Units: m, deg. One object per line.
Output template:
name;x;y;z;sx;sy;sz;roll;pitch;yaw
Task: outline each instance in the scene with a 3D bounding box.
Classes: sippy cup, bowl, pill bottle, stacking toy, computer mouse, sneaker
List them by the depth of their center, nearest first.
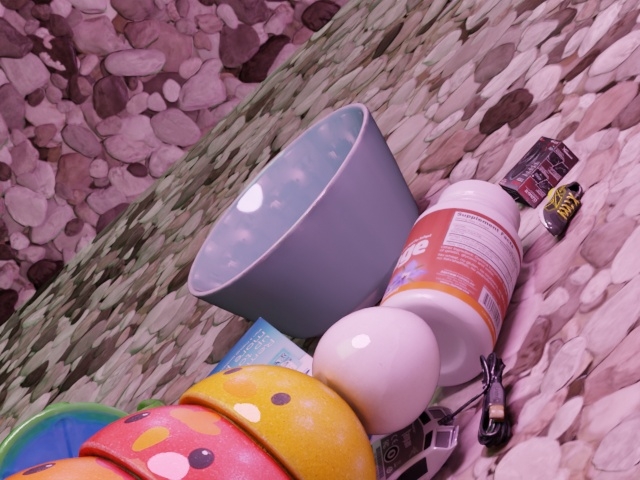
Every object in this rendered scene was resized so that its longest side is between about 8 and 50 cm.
stacking toy;-0.073;0.226;1.613;0.480;0.350;0.350;-44;14;-24
computer mouse;0.104;0.192;1.689;0.193;0.042;0.106;-37;31;22
pill bottle;0.137;0.037;1.833;0.121;0.121;0.216;-34;20;38
sneaker;0.252;-0.037;1.878;0.035;0.031;0.083;-35;20;34
sippy cup;-0.300;0.322;2.123;0.305;0.240;0.224;-7;-11;-22
bowl;0.000;0.000;2.194;0.311;0.163;0.311;-42;16;15

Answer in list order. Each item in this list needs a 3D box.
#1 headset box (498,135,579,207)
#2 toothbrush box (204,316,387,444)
headset box;0.239;-0.073;1.998;0.083;0.032;0.062;-46;16;-3
toothbrush box;-0.059;0.222;1.886;0.216;0.126;0.295;-48;17;-3
